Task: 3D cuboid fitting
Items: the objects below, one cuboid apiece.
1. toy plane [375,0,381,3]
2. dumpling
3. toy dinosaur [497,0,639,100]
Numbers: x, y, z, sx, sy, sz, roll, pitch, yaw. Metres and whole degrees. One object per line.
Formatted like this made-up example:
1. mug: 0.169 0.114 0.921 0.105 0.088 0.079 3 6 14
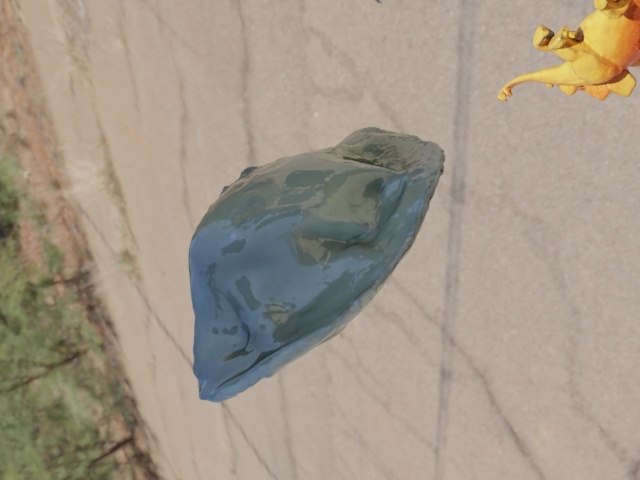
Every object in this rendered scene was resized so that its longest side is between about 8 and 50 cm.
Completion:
1. toy plane: 0.028 -0.236 0.753 0.024 0.084 0.078 -40 63 51
2. dumpling: -0.014 -0.004 0.524 0.108 0.219 0.152 28 144 -8
3. toy dinosaur: 0.272 -0.186 0.836 0.288 0.117 0.070 126 160 -63
